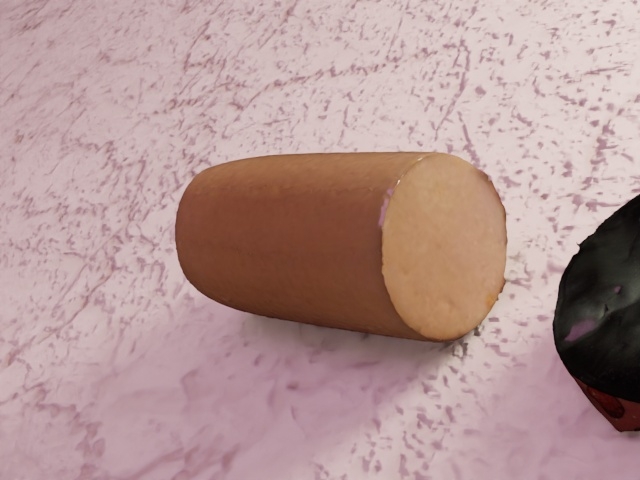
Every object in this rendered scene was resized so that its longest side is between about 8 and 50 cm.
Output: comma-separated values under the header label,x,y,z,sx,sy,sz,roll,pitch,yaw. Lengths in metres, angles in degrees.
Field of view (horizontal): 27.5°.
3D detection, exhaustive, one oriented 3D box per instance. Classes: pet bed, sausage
label,x,y,z,sx,sy,sz,roll,pitch,yaw
pet bed,0.216,0.024,0.707,0.201,0.053,0.201,-25,31,17
sausage,0.000,0.000,0.904,0.253,0.123,0.123,2,46,49
